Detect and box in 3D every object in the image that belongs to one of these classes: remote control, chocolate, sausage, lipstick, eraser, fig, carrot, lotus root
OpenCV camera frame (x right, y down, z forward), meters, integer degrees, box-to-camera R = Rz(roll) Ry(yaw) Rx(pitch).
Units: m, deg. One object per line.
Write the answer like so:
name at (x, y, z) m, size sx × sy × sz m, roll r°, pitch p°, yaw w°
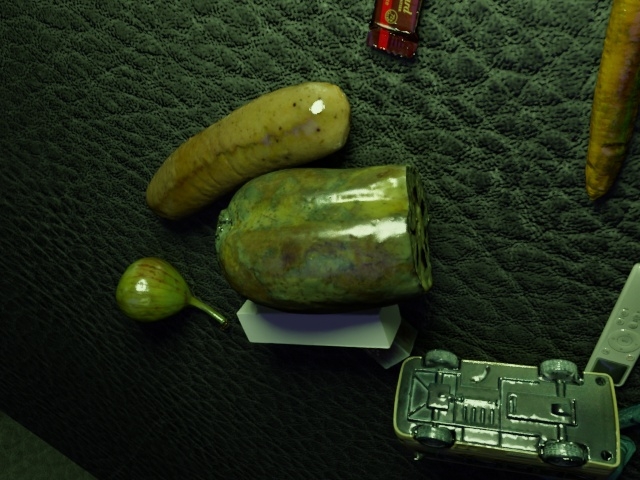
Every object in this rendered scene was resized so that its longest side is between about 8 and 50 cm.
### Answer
remote control at (0.508, 0.149, 0.887) m, size 0.067 × 0.029 × 0.261 m, roll 15°, pitch 128°, yaw 16°
chocolate at (0.113, -0.347, 0.736) m, size 0.086 × 0.028 × 0.183 m, roll 21°, pitch 128°, yaw 21°
sausage at (-0.158, -0.147, 0.948) m, size 0.500 × 0.123 × 0.136 m, roll -19°, pitch 140°, yaw 34°
lipstick at (0.027, 0.096, 1.053) m, size 0.371 × 0.076 × 0.080 m, roll 43°, pitch 131°, yaw -7°
eraser at (-0.007, 0.142, 0.999) m, size 0.298 × 0.078 × 0.076 m, roll -4°, pitch 121°, yaw 29°
fig at (-0.327, 0.124, 1.229) m, size 0.259 × 0.151 × 0.151 m, roll 12°, pitch 131°, yaw -13°
lipstick at (0.586, 0.295, 0.938) m, size 0.053 × 0.053 × 0.234 m, roll 40°, pitch 131°, yaw -4°
carrot at (0.387, -0.189, 0.697) m, size 0.066 × 0.066 × 0.314 m, roll 10°, pitch 129°, yaw 20°
lotus root at (0.000, 0.000, 0.858) m, size 0.345 × 0.250 × 0.251 m, roll -2°, pitch 122°, yaw 14°

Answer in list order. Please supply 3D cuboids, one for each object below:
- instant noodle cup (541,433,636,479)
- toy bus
instant noodle cup at (0.506, 0.430, 1.061) m, size 0.179 × 0.070 × 0.157 m, roll 17°, pitch 126°, yaw 16°
toy bus at (0.326, 0.326, 0.979) m, size 0.365 × 0.177 × 0.202 m, roll 2°, pitch 144°, yaw 20°
